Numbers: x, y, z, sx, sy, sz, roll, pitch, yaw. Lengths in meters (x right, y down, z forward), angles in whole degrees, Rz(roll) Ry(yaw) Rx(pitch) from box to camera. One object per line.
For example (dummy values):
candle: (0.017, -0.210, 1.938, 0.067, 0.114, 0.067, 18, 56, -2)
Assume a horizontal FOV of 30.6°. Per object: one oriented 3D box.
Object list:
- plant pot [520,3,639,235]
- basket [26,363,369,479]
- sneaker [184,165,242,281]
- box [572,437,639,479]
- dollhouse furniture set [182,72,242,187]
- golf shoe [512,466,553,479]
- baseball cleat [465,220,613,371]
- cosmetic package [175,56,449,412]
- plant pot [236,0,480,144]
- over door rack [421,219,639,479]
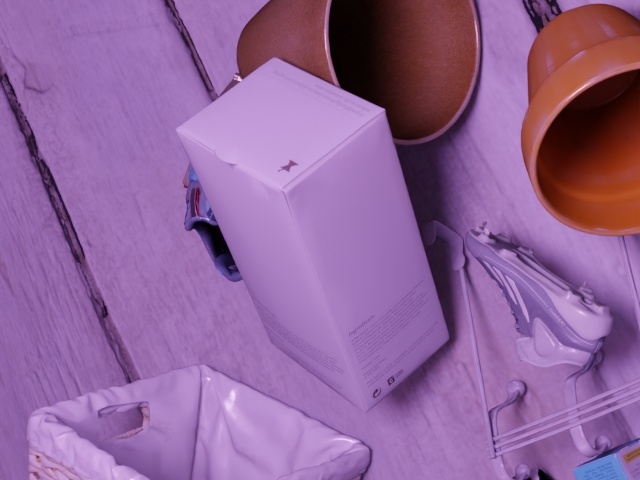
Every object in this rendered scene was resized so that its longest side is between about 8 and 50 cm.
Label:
plant pot: (0.294, -0.141, 1.186, 0.205, 0.205, 0.188, -50, 28, 30)
basket: (-0.172, 0.358, 1.527, 0.331, 0.328, 0.266, 22, 110, 33)
sneaker: (-0.093, 0.015, 1.484, 0.104, 0.262, 0.125, -17, 43, 32)
box: (0.366, 0.338, 1.252, 0.060, 0.100, 0.244, -32, 75, 37)
dollhouse furniture set: (-0.065, -0.110, 1.546, 0.184, 0.129, 0.129, 24, 117, -1)
golf shoe: (0.231, 0.307, 1.378, 0.198, 0.077, 0.093, 8, 89, 30)
baseball cleat: (0.214, 0.066, 1.243, 0.206, 0.072, 0.109, 40, 116, 45)
cosmetic package: (0.000, 0.000, 1.329, 0.197, 0.155, 0.365, 33, 152, 40)
plant pot: (0.018, -0.232, 1.401, 0.254, 0.237, 0.237, 5, 98, 50)
over door rack: (0.269, 0.085, 1.309, 0.239, 0.108, 0.324, -31, 62, 35)
